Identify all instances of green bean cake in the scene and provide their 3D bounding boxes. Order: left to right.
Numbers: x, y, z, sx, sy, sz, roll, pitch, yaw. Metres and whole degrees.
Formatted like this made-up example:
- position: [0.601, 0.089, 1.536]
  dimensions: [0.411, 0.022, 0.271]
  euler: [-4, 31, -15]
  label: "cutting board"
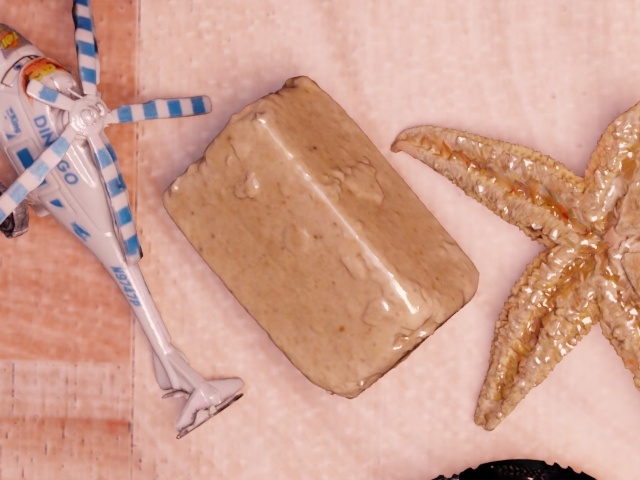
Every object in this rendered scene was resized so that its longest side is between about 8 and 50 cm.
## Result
- position: [0.000, 0.000, 1.215]
  dimensions: [0.179, 0.085, 0.109]
  euler: [51, 126, 5]
  label: "green bean cake"

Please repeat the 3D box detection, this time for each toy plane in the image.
- position: [-0.137, -0.017, 1.271]
  dimensions: [0.273, 0.107, 0.182]
  euler: [50, 55, -19]
  label: "toy plane"

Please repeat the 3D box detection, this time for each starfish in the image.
- position: [0.156, 0.021, 1.194]
  dimensions: [0.295, 0.048, 0.231]
  euler: [17, 106, 28]
  label: "starfish"

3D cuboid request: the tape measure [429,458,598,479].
- position: [0.126, 0.226, 1.198]
  dimensions: [0.199, 0.112, 0.186]
  euler: [22, 101, 4]
  label: "tape measure"
